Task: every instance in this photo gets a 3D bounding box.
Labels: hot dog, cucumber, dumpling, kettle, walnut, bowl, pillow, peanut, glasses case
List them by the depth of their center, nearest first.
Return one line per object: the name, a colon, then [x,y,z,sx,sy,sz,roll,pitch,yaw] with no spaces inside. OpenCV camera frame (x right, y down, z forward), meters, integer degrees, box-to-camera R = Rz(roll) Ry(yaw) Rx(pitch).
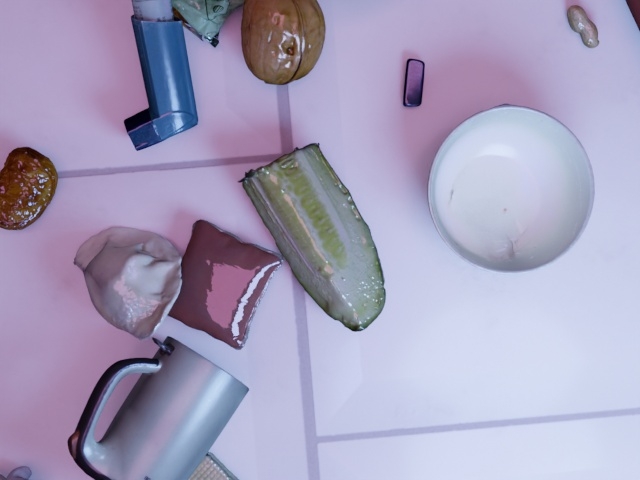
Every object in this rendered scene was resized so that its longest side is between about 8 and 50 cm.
kettle: [-0.271,0.288,1.498,0.240,0.165,0.255,41,78,-32]
walnut: [-0.062,-0.340,1.531,0.144,0.144,0.180,11,122,-2]
dumpling: [-0.309,0.064,1.545,0.166,0.216,0.126,-39,123,-9]
bowl: [0.307,-0.082,1.555,0.277,0.145,0.277,0,90,-1]
hot dog: [-0.507,-0.087,1.565,0.099,0.065,0.147,27,101,-3]
cucumber: [0.001,-0.001,1.571,0.145,0.105,0.325,-33,92,-28]
pillow: [-0.172,0.073,1.574,0.171,0.075,0.179,25,89,4]
glasses case: [0.162,-0.273,1.605,0.033,0.023,0.083,5,93,-7]
peanut: [0.459,-0.373,1.607,0.037,0.037,0.083,-36,90,-1]

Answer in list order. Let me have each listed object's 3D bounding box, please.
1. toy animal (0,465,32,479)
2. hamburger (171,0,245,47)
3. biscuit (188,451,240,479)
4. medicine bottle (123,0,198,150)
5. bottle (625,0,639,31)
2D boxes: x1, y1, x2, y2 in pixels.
toy animal: [-0.573,0.457,1.574,0.220,0.131,0.104,-10,127,23]
hamburger: [-0.192,-0.486,1.525,0.276,0.150,0.260,-41,94,-1]
biscuit: [-0.203,0.459,1.593,0.252,0.052,0.150,43,85,1]
medicine bottle: [-0.275,-0.280,1.526,0.124,0.079,0.258,-9,114,-10]
bottle: [0.609,-0.385,1.559,0.144,0.144,0.336,-25,92,-1]
